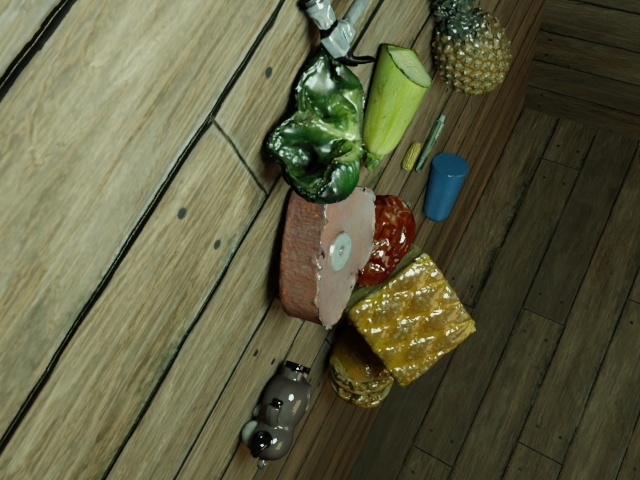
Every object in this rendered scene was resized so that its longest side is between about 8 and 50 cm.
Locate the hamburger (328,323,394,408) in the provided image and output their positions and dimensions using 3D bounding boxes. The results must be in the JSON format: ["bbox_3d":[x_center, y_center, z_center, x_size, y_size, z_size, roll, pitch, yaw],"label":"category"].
[{"bbox_3d":[0.148,0.376,1.680,0.260,0.245,0.211,-15,137,-11],"label":"hamburger"}]

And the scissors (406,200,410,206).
[{"bbox_3d":[0.222,0.027,1.766,0.360,0.029,0.191,-61,157,-7],"label":"scissors"}]

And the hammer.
[{"bbox_3d":[0.101,-0.472,0.904,0.152,0.044,0.427,46,60,-38],"label":"hammer"}]

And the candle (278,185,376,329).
[{"bbox_3d":[0.000,0.000,1.090,0.287,0.131,0.317,69,39,-53],"label":"candle"}]

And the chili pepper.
[{"bbox_3d":[-0.002,-0.171,0.885,0.148,0.116,0.265,28,60,-45],"label":"chili pepper"}]

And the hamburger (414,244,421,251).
[{"bbox_3d":[0.247,0.138,1.645,0.132,0.211,0.309,-34,138,-54],"label":"hamburger"}]

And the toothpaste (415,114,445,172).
[{"bbox_3d":[0.362,-0.319,1.752,0.204,0.031,0.049,-66,158,3],"label":"toothpaste"}]

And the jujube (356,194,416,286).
[{"bbox_3d":[0.136,0.000,1.340,0.250,0.174,0.174,-56,157,-26],"label":"jujube"}]

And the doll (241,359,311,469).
[{"bbox_3d":[-0.101,0.419,1.286,0.257,0.117,0.182,-63,157,-10],"label":"doll"}]

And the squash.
[{"bbox_3d":[0.154,-0.271,1.171,0.137,0.137,0.287,-29,140,-58],"label":"squash"}]

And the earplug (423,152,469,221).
[{"bbox_3d":[0.457,-0.181,2.003,0.132,0.132,0.273,-50,157,-37],"label":"earplug"}]

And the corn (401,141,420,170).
[{"bbox_3d":[0.271,-0.252,1.592,0.092,0.037,0.037,-61,159,-11],"label":"corn"}]

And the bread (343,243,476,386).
[{"bbox_3d":[0.227,0.190,1.448,0.279,0.279,0.207,-40,-165,-1],"label":"bread"}]

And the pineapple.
[{"bbox_3d":[0.371,-0.525,1.348,0.202,0.202,0.362,-65,152,-5],"label":"pineapple"}]
